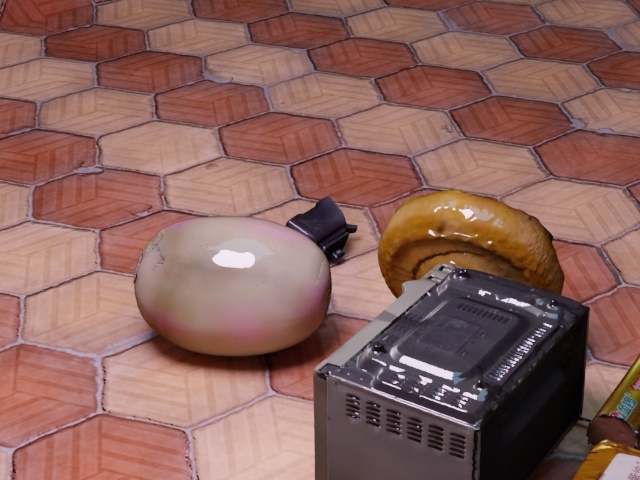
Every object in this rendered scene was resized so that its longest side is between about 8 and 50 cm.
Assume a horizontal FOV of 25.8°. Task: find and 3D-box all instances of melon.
[{"bbox_3d":[-0.141,0.070,2.183,0.317,0.223,0.223,5,29,11],"label":"melon"}]

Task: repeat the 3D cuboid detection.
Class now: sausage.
[{"bbox_3d":[0.499,0.202,2.087,0.082,0.082,0.371,15,31,26],"label":"sausage"}]

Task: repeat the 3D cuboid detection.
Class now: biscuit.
[{"bbox_3d":[0.227,0.051,2.156,0.296,0.296,0.102,11,50,21],"label":"biscuit"}]

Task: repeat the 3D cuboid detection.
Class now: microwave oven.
[{"bbox_3d":[0.189,0.202,1.938,0.286,0.218,0.355,16,32,30],"label":"microwave oven"}]

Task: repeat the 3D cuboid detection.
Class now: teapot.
[{"bbox_3d":[0.000,0.000,2.471,0.096,0.087,0.177,39,43,18],"label":"teapot"}]

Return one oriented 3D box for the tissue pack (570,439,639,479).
[{"bbox_3d":[0.391,0.359,1.774,0.183,0.092,0.226,15,33,27],"label":"tissue pack"}]
